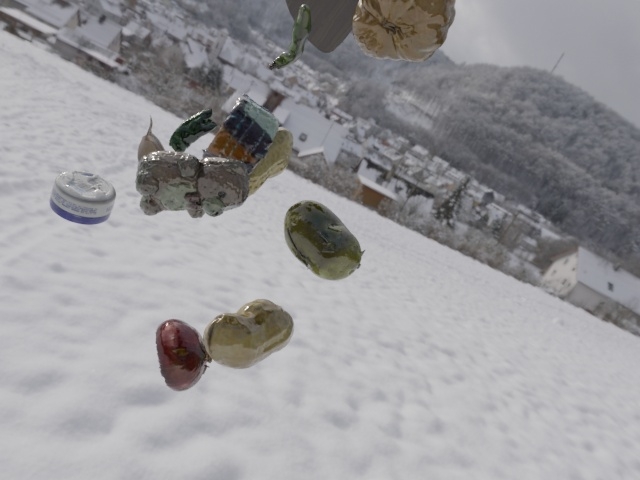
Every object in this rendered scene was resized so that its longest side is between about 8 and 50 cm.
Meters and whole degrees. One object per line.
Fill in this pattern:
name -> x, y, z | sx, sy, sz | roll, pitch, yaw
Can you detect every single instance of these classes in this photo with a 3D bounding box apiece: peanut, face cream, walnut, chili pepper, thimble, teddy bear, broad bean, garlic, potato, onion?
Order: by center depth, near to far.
broad bean -> -0.059, -0.470, 1.156 | 0.061, 0.195, 0.046 | -13, 73, -37
teddy bear -> -0.308, -0.132, 1.185 | 0.267, 0.236, 0.151 | 11, 61, -7
potato -> 0.000, 0.000, 1.331 | 0.248, 0.169, 0.143 | 52, -26, 8
peanut -> -0.193, 0.263, 1.356 | 0.158, 0.174, 0.340 | 39, 28, 16
walnut -> 0.245, -0.649, 1.398 | 0.285, 0.296, 0.285 | 16, 63, -36
thimble -> -0.225, -0.295, 1.403 | 0.150, 0.237, 0.237 | 34, 13, -17
onion -> -0.451, 0.366, 1.586 | 0.161, 0.248, 0.248 | -26, 42, -18
peanut -> -0.211, -0.277, 1.734 | 0.152, 0.313, 0.152 | 32, -26, 18
face cream -> -0.841, -0.158, 1.736 | 0.206, 0.111, 0.206 | 23, 27, -12
chili pepper -> -0.499, -0.433, 1.922 | 0.061, 0.224, 0.098 | 28, -22, 54
garlic -> -0.675, -0.352, 1.962 | 0.128, 0.149, 0.266 | -63, 131, -74

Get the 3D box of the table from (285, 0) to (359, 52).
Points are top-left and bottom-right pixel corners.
table -> 0.041, -0.881, 1.764 | 0.317, 0.317, 0.249 | 31, 30, 7
